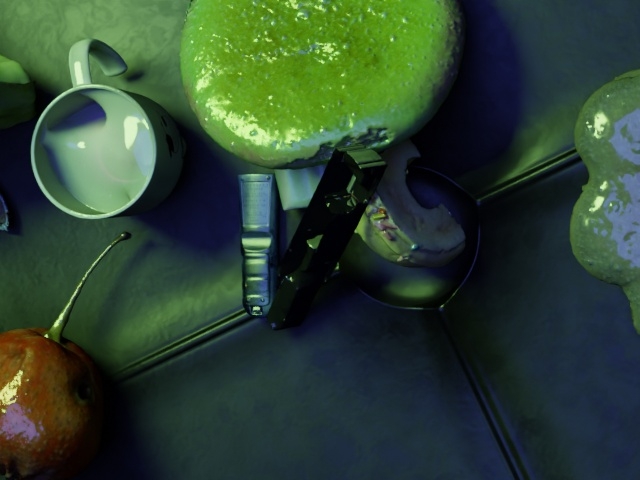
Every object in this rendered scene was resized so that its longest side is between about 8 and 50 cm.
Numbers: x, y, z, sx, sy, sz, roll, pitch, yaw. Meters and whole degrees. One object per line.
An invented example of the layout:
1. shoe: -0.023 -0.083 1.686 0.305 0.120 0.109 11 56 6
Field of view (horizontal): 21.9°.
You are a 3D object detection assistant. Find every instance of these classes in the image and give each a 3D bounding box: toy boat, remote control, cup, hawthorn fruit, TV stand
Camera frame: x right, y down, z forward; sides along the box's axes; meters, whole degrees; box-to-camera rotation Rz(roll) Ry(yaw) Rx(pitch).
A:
1. toy boat: -0.363 -0.043 1.804 0.038 0.038 0.083 -41 81 11
2. remote control: -0.064 0.005 1.736 0.044 0.027 0.152 -2 88 23
3. cup: -0.222 -0.105 1.713 0.134 0.142 0.173 -43 82 12
4. hawthorn fruit: -0.286 0.115 1.740 0.165 0.165 0.285 15 85 13
5. TV stand: 0.000 0.000 1.650 0.042 0.036 0.249 55 139 29

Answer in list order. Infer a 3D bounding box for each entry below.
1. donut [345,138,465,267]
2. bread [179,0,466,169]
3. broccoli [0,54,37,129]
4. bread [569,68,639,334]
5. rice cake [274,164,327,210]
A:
1. donut: 0.069 -0.039 1.666 0.065 0.108 0.166 -27 89 43
2. bread: -0.002 -0.210 1.659 0.301 0.045 0.301 -4 67 10
3. broccoli: -0.423 -0.165 1.722 0.288 0.246 0.247 29 130 45
4. bread: 0.354 0.001 1.598 0.183 0.102 0.337 -39 84 15
5. rice cake: -0.027 -0.138 1.716 0.080 0.042 0.221 -14 88 9
